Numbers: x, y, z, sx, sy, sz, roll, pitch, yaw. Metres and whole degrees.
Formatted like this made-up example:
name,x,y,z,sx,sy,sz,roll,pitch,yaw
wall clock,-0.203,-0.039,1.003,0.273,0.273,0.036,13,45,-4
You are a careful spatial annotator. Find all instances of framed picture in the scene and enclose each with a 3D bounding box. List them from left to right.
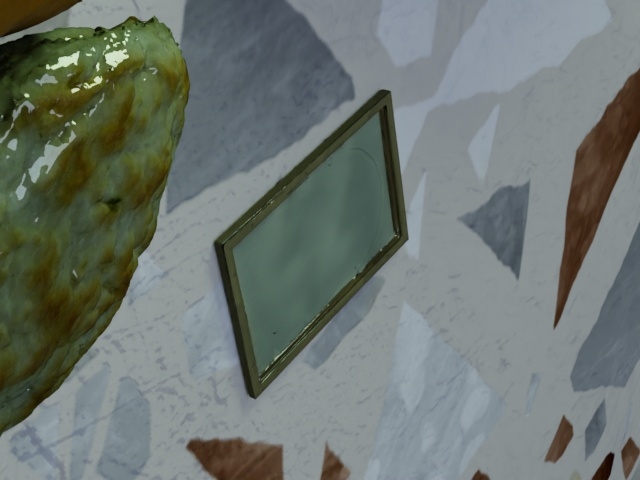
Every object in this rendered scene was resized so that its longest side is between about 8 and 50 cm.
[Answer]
name,x,y,z,sx,sy,sz,roll,pitch,yaw
framed picture,0.000,0.000,1.035,0.201,0.010,0.136,-44,139,-37

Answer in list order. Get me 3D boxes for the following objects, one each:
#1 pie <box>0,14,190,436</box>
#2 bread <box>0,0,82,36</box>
name,x,y,z,sx,sy,sz,roll,pitch,yaw
pie,-0.137,0.002,0.591,0.248,0.090,0.201,-45,159,-45
bread,-0.184,-0.209,0.445,0.328,0.148,0.337,-9,96,-53
